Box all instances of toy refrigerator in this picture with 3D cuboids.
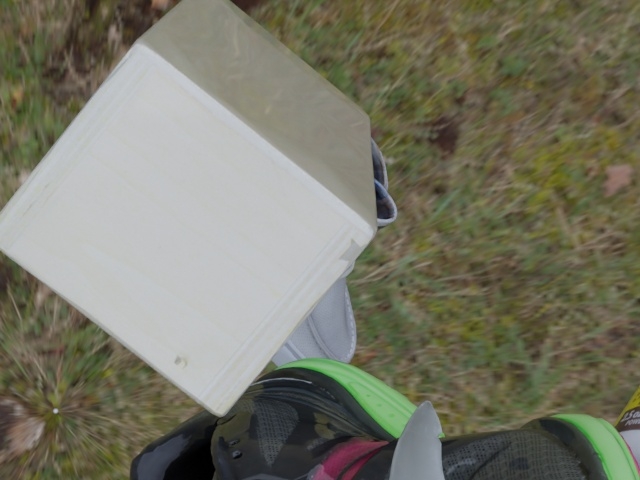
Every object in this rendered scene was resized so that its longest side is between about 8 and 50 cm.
[{"bbox_3d":[-0.046,-0.027,0.718,0.102,0.269,0.094,38,100,-7],"label":"toy refrigerator"}]

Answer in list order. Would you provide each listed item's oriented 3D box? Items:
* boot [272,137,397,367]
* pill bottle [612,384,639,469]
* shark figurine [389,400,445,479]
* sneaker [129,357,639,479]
[{"bbox_3d":[0.000,0.000,1.320,0.258,0.123,0.095,64,36,-31],"label":"boot"},{"bbox_3d":[0.261,0.096,1.107,0.117,0.117,0.215,43,55,-3],"label":"pill bottle"},{"bbox_3d":[-0.021,0.215,0.854,0.166,0.116,0.278,-6,124,-36],"label":"shark figurine"},{"bbox_3d":[0.035,0.189,1.063,0.202,0.483,0.185,-16,99,-27],"label":"sneaker"}]
